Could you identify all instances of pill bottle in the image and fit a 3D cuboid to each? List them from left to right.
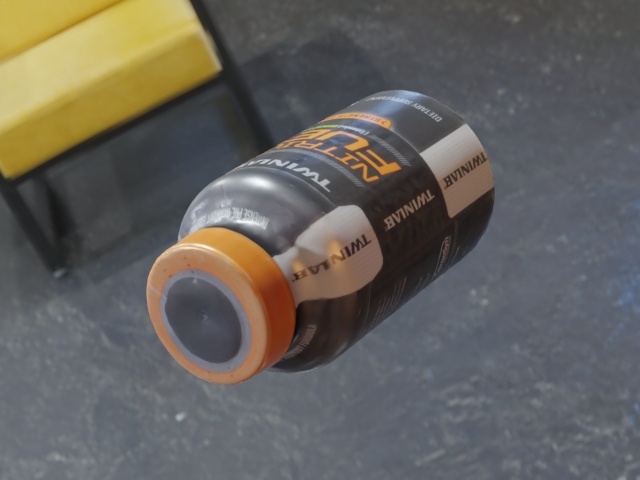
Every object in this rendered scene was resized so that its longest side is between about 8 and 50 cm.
[{"bbox_3d":[0.000,0.000,0.882,0.130,0.130,0.246,-3,19,35],"label":"pill bottle"}]
